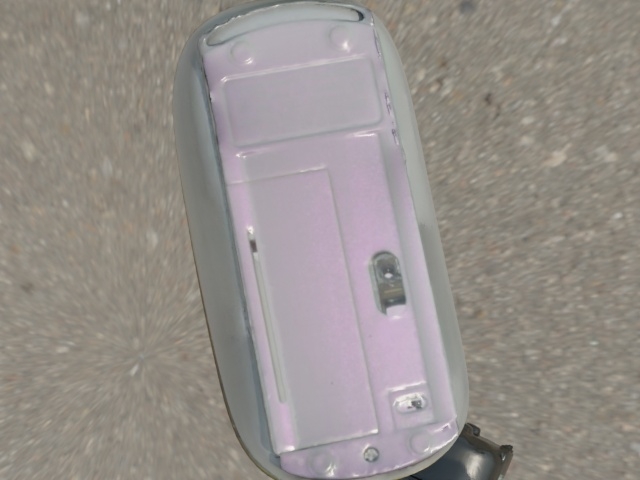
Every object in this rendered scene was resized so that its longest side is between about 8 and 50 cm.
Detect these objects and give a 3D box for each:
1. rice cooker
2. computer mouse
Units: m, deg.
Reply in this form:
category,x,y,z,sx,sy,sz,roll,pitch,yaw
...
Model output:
category,x,y,z,sx,sy,sz,roll,pitch,yaw
rice cooker,0.091,0.214,1.532,0.203,0.142,0.118,27,88,13
computer mouse,0.000,0.000,0.798,0.126,0.056,0.245,-11,84,-8
